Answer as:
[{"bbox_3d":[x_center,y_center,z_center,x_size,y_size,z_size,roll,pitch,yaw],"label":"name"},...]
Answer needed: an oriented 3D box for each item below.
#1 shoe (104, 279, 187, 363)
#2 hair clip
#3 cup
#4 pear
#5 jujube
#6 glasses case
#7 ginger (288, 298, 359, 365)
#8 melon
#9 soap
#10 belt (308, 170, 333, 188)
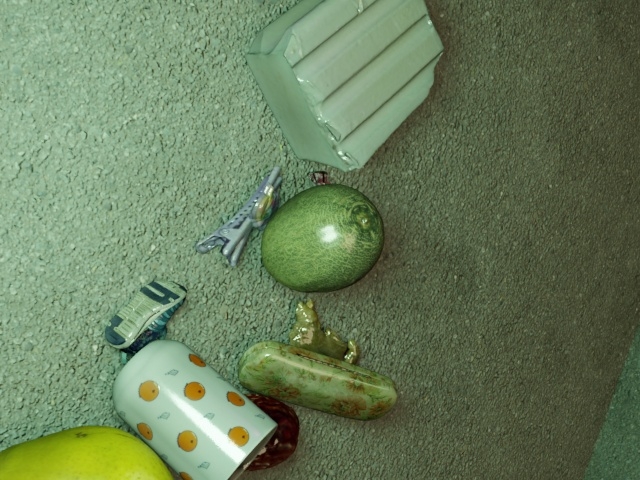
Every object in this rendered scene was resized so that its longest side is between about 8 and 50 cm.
[{"bbox_3d":[-0.373,0.173,1.601,0.207,0.091,0.106,-47,145,-26],"label":"shoe"},{"bbox_3d":[-0.165,-0.048,1.712,0.278,0.090,0.137,-47,157,-18],"label":"hair clip"},{"bbox_3d":[-0.275,0.366,1.548,0.317,0.212,0.212,40,68,10],"label":"cup"},{"bbox_3d":[-0.461,0.540,1.411,0.418,0.362,0.362,26,82,-11],"label":"pear"},{"bbox_3d":[-0.171,0.455,1.736,0.243,0.183,0.183,10,92,-24],"label":"jujube"},{"bbox_3d":[-0.002,0.355,1.826,0.425,0.098,0.156,21,128,-23],"label":"glasses case"},{"bbox_3d":[0.012,0.294,1.910,0.166,0.080,0.333,-41,118,-9],"label":"ginger"},{"bbox_3d":[0.000,0.000,1.681,0.248,0.329,0.249,14,68,-37],"label":"melon"},{"bbox_3d":[0.074,-0.431,1.744,0.435,0.213,0.350,-46,119,-22],"label":"soap"},{"bbox_3d":[0.004,-0.058,1.846,0.053,0.071,0.232,-7,102,-29],"label":"belt"}]
